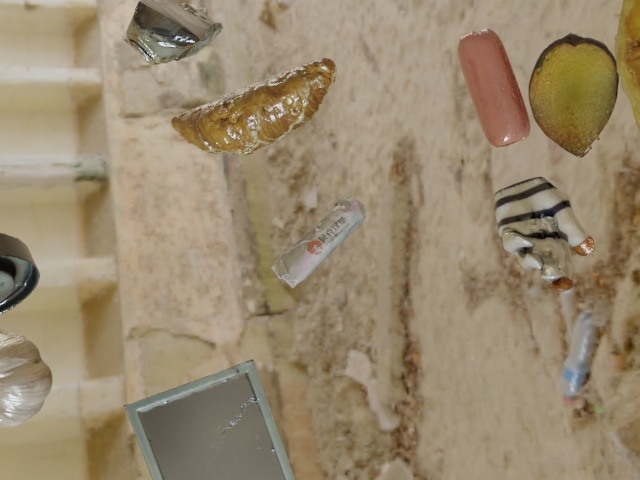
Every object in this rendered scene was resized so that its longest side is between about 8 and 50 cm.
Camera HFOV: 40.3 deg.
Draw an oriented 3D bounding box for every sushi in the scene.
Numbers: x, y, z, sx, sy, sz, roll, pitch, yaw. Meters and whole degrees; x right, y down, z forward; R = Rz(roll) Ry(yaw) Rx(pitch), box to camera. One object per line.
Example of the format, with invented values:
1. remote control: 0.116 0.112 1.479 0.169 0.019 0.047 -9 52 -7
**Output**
1. sushi: -0.294 -0.414 1.748 0.109 0.134 0.273 -54 7 20

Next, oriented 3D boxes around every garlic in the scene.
1. garlic: -0.696 0.297 1.828 0.212 0.219 0.218 -21 -69 -67

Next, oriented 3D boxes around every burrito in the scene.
1. burrito: -0.001 0.000 1.454 0.064 0.203 0.064 39 160 17

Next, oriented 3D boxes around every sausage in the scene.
1. sausage: 0.222 -0.197 1.120 0.062 0.062 0.154 165 86 -75

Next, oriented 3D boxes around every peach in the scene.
1. peach: 0.519 -0.285 1.749 0.189 0.068 0.279 -19 64 42

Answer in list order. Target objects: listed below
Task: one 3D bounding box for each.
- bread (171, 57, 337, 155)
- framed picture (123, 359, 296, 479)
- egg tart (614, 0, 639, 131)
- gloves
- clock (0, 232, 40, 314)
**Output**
1. bread: -0.076 -0.148 1.030 0.076 0.233 0.105 65 -151 -14
2. framed picture: -0.175 0.373 1.486 0.018 0.231 0.293 -137 28 -81
3. egg tart: 0.546 -0.267 1.141 0.341 0.132 0.341 -12 74 48
4. gloves: 0.400 -0.003 1.589 0.131 0.140 0.218 109 148 -68
5. clock: -0.476 0.057 1.128 0.215 0.215 0.042 114 136 -61
